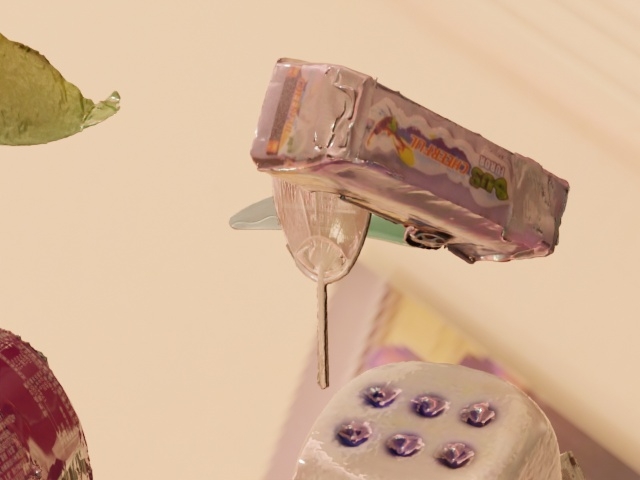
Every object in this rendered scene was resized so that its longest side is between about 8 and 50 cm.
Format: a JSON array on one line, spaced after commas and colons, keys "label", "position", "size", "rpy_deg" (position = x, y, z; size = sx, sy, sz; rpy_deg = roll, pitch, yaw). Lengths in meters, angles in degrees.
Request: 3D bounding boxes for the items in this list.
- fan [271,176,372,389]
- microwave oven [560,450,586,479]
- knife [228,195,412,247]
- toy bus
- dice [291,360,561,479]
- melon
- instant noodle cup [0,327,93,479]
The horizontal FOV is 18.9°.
[{"label": "fan", "position": [-0.012, -0.025, 2.010], "size": [0.012, 0.223, 0.294], "rpy_deg": [-4, -56, -28]}, {"label": "microwave oven", "position": [0.236, 0.356, 2.067], "size": [0.162, 0.208, 0.122], "rpy_deg": [-31, -8, 36]}, {"label": "knife", "position": [0.020, -0.032, 2.338], "size": [0.034, 0.260, 0.063], "rpy_deg": [120, 155, -81]}, {"label": "toy bus", "position": [0.090, -0.064, 1.706], "size": [0.317, 0.138, 0.112], "rpy_deg": [21, -101, -43]}, {"label": "dice", "position": [0.095, 0.232, 1.689], "size": [0.194, 0.193, 0.192], "rpy_deg": [-48, -39, -45]}, {"label": "melon", "position": [-0.264, -0.126, 1.481], "size": [0.262, 0.053, 0.114], "rpy_deg": [13, -106, -43]}, {"label": "instant noodle cup", "position": [-0.313, 0.187, 1.261], "size": [0.340, 0.340, 0.266], "rpy_deg": [-60, -3, 17]}]
